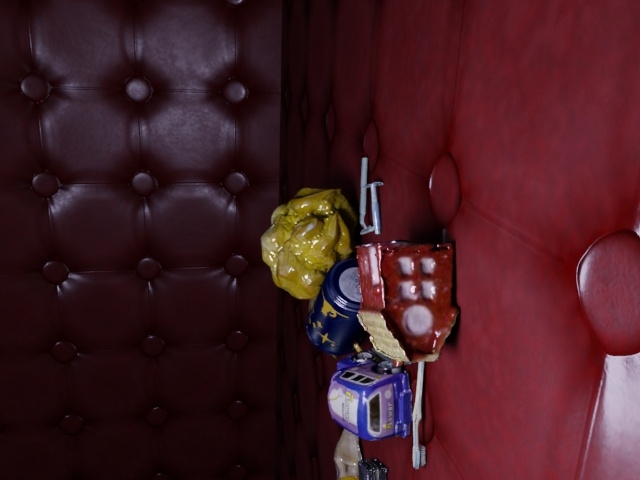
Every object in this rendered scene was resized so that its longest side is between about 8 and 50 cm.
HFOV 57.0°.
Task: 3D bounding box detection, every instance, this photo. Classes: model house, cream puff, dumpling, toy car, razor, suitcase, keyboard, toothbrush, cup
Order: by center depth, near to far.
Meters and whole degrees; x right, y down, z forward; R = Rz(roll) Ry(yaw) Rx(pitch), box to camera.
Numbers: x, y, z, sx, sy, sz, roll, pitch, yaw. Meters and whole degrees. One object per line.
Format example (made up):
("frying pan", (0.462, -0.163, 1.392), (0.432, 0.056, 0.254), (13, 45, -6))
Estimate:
("model house", (0.166, 0.127, 1.161), (0.196, 0.160, 0.254), (164, 102, -78))
("toothbrush", (0.213, 0.346, 1.271), (0.026, 0.028, 0.294), (-172, 81, -77))
("keyboard", (0.172, 0.268, 1.391), (0.176, 0.055, 0.014), (-174, 73, -78))
("toy car", (0.100, 0.372, 1.414), (0.235, 0.158, 0.172), (9, 103, 55))
("razor", (0.142, -0.084, 1.538), (0.068, 0.040, 0.135), (-168, 71, -78))
("cup", (0.105, 0.197, 1.572), (0.178, 0.255, 0.256), (-54, -9, -34))
("suitcase", (0.141, 0.637, 1.583), (0.126, 0.059, 0.086), (137, 131, -77))
("razor", (0.121, -0.125, 1.623), (0.084, 0.035, 0.211), (156, 111, -75))
("cream puff", (0.000, 0.002, 1.719), (0.257, 0.291, 0.324), (-37, 24, 44))
("dumpling", (0.087, 0.727, 1.800), (0.166, 0.086, 0.332), (-137, 42, -77))

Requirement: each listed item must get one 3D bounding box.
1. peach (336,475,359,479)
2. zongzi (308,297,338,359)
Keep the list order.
("peach", (0.110, 0.736, 1.662), (0.172, 0.092, 0.127), (-18, 75, 59))
("zongzi", (0.035, 0.249, 2.003), (0.256, 0.114, 0.228), (68, -162, -44))
